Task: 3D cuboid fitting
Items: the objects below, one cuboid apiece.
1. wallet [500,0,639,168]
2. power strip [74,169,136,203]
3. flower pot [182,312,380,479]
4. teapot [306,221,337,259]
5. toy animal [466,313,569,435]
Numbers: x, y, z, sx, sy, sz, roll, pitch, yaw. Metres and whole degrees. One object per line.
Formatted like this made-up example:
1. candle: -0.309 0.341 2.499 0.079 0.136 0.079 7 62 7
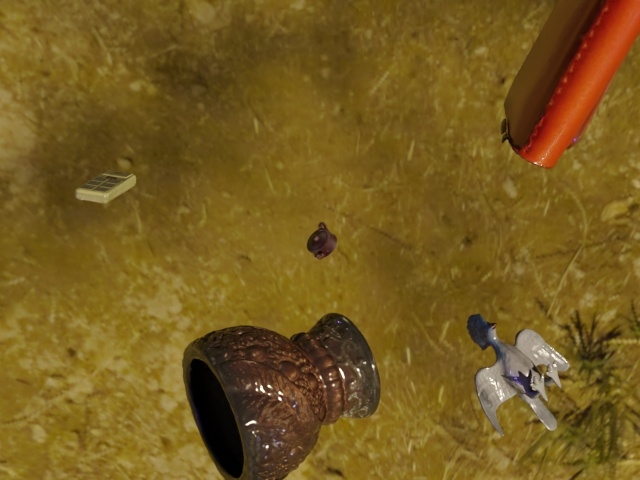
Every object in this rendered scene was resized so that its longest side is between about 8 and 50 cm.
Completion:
1. wallet: 0.170 -0.146 0.507 0.045 0.142 0.204 26 114 -1
2. power strip: -0.449 -0.117 1.890 0.076 0.169 0.028 9 111 9
3. flower pot: -0.058 0.249 1.494 0.267 0.266 0.266 -19 64 -25
4. teapot: 0.000 0.000 1.971 0.068 0.045 0.100 -18 49 31
5. toy animal: 0.386 0.254 1.744 0.239 0.255 0.176 -32 23 -26
